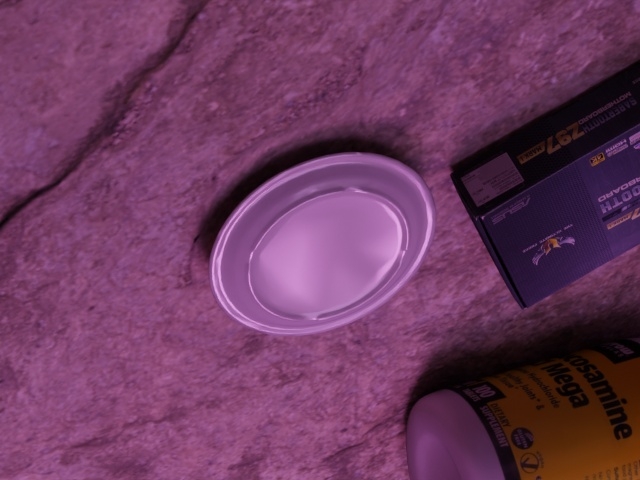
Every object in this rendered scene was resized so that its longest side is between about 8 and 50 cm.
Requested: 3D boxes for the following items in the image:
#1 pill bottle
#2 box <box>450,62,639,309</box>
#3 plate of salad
[{"bbox_3d":[0.269,0.204,1.920,0.334,0.188,0.188,-14,144,-20],"label":"pill bottle"},{"bbox_3d":[0.245,-0.052,1.678,0.233,0.059,0.183,-29,147,2],"label":"box"},{"bbox_3d":[0.000,0.000,1.593,0.200,0.048,0.200,-13,134,-14],"label":"plate of salad"}]
